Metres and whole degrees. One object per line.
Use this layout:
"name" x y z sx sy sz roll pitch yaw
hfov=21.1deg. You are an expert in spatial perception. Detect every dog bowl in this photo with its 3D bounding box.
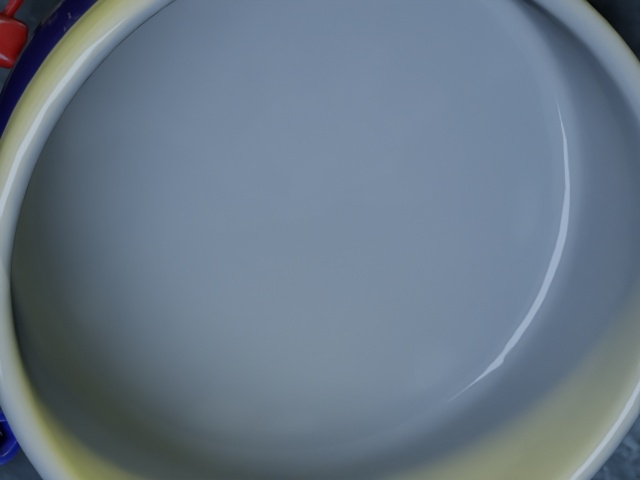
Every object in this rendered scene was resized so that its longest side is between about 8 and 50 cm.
"dog bowl" 0.000 0.000 0.664 0.265 0.104 0.264 -4 110 -12

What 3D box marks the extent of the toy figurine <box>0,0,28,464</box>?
"toy figurine" -0.177 0.062 0.808 0.217 0.191 0.362 5 130 46
